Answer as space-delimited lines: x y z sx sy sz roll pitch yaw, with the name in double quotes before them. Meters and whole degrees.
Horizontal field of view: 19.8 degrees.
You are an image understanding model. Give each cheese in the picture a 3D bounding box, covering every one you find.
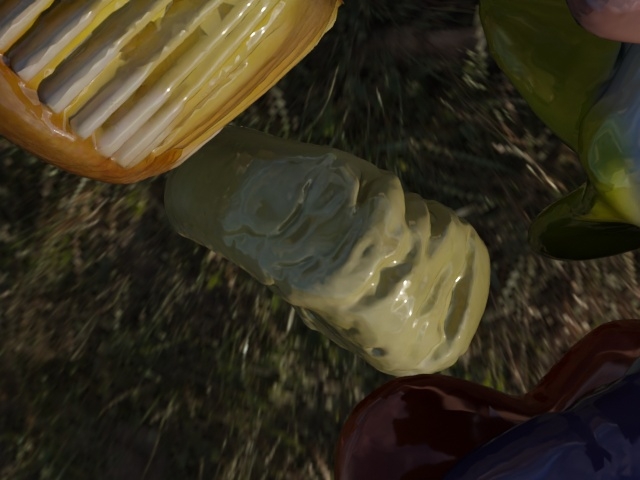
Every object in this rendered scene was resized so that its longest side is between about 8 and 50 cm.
"cheese" 0.000 0.000 1.231 0.214 0.226 0.117 34 83 -47

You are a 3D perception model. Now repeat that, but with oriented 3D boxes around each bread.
"bread" -0.102 -0.125 0.728 0.156 0.288 0.204 -38 94 4

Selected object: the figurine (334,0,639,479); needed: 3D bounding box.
"figurine" 0.089 0.076 0.426 0.154 0.193 0.421 -7 100 -25
